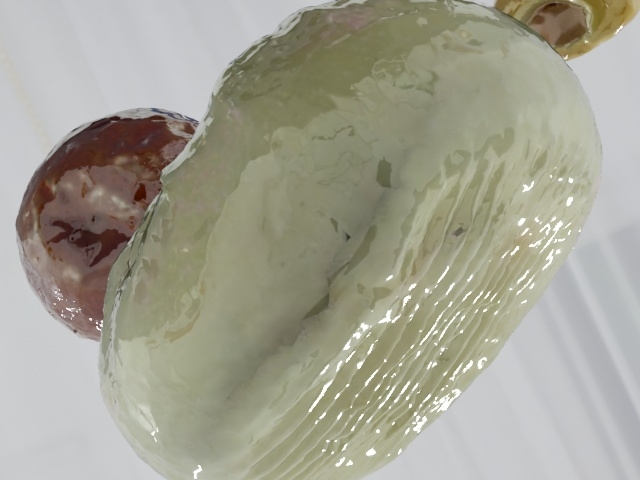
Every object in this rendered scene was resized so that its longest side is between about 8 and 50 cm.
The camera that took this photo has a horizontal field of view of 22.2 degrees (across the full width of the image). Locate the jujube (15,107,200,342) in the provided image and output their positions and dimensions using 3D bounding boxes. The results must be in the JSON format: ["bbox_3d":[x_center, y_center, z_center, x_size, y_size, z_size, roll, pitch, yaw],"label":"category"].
[{"bbox_3d":[-0.134,-0.008,1.302,0.190,0.190,0.255,-25,173,5],"label":"jujube"}]

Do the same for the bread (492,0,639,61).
[{"bbox_3d":[0.209,-0.222,1.342,0.134,0.085,0.173,-19,-153,38],"label":"bread"}]

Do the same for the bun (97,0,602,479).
[{"bbox_3d":[0.000,0.000,1.021,0.361,0.213,0.361,-37,155,-21],"label":"bun"}]
